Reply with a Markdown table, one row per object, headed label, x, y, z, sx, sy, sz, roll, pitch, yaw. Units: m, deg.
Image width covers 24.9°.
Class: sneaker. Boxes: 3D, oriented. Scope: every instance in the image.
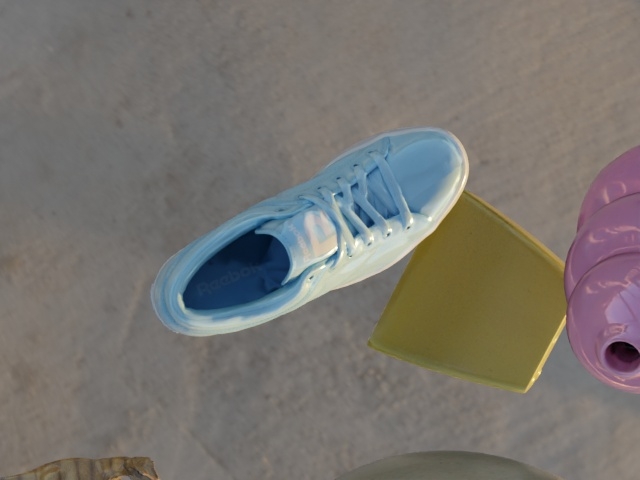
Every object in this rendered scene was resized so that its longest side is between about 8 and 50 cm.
| label | x | y | z | sx | sy | sz | roll | pitch | yaw |
| --- | --- | --- | --- | --- | --- | --- | --- | --- | --- |
| sneaker | 0.000 | 0.000 | 1.470 | 0.366 | 0.150 | 0.135 | -32 | 96 | -4 |

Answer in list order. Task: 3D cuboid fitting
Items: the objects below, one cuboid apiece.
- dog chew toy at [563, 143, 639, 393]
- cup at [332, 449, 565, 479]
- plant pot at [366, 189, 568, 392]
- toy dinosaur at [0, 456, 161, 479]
| label | x | y | z | sx | sy | sz | roll | pitch | yaw |
| --- | --- | --- | --- | --- | --- | --- | --- | --- | --- |
| dog chew toy | 0.327 | 0.032 | 1.384 | 0.207 | 0.332 | 0.206 | 11 | 120 | 20 |
| cup | 0.112 | 0.284 | 0.945 | 0.331 | 0.237 | 0.331 | 3 | 72 | -10 |
| plant pot | 0.200 | 0.072 | 1.730 | 0.187 | 0.212 | 0.212 | 28 | 94 | 11 |
| toy dinosaur | -0.238 | 0.219 | 1.305 | 0.212 | 0.064 | 0.112 | -9 | 133 | 9 |
